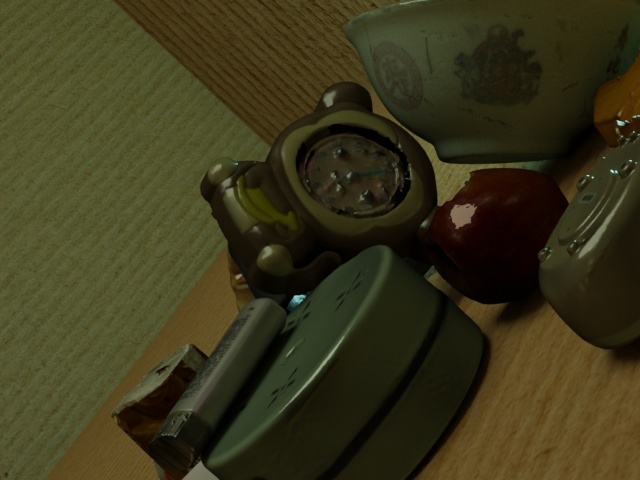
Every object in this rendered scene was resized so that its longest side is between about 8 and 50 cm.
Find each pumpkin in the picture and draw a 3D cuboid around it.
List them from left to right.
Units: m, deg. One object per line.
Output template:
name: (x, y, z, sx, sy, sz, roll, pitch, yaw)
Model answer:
pumpkin: (0.417, -0.206, 1.492, 0.290, 0.095, 0.258, -51, 13, -3)

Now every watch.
watch: (0.000, 0.000, 1.779, 0.335, 0.314, 0.327, -22, -28, -23)

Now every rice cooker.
rice cooker: (0.285, -0.001, 1.136, 0.206, 0.127, 0.145, -59, 12, -15)

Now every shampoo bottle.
shampoo bottle: (-0.119, 0.167, 1.481, 0.086, 0.056, 0.227, -43, 10, 51)

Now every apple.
apple: (0.211, -0.010, 1.438, 0.158, 0.156, 0.147, -37, 31, -12)

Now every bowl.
bowl: (0.250, -0.210, 1.745, 0.435, 0.435, 0.196, 177, 92, -77)

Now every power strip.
power strip: (0.018, 0.187, 1.455, 0.357, 0.161, 0.357, -47, 10, 10)

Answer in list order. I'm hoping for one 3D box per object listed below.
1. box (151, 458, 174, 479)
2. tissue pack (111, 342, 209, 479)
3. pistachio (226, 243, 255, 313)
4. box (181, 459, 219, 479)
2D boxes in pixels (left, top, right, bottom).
box: (-0.143, 0.277, 1.949, 0.135, 0.079, 0.269, -14, 27, 30)
tissue pack: (-0.155, 0.263, 1.706, 0.183, 0.226, 0.092, -38, 12, 43)
pistachio: (-0.043, 0.041, 2.182, 0.238, 0.229, 0.321, -10, -9, -42)
box: (-0.130, 0.350, 1.577, 0.129, 0.051, 0.130, -46, 49, 6)
